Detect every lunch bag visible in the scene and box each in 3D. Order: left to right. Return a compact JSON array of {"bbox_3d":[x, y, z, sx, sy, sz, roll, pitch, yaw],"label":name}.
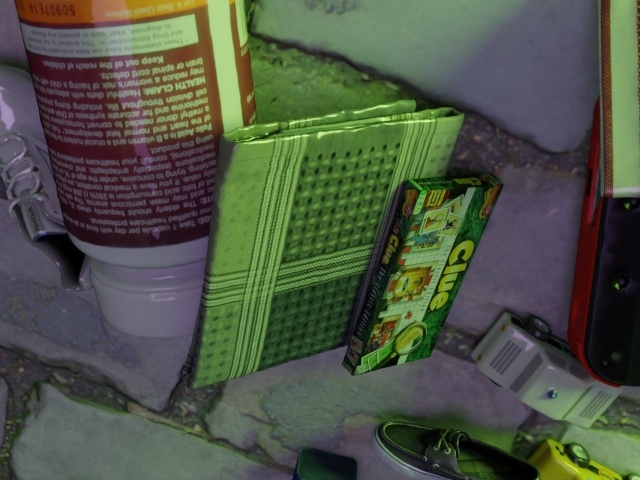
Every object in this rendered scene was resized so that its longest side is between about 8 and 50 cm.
[{"bbox_3d":[0.009,0.346,1.214,0.098,0.067,0.065,13,119,1],"label":"lunch bag"}]

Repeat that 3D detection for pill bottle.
[{"bbox_3d":[-0.178,-0.110,0.920,0.224,0.224,0.392,0,117,9],"label":"pill bottle"}]

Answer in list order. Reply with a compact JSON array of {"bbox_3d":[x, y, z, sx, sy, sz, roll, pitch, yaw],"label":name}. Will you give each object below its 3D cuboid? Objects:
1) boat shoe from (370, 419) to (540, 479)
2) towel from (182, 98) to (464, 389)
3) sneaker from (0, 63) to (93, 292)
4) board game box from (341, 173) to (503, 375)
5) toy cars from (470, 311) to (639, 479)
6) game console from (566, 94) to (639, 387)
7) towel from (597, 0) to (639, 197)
[{"bbox_3d":[0.178,0.282,1.124,0.228,0.080,0.076,23,132,15],"label":"boat shoe"},{"bbox_3d":[0.000,0.000,0.940,0.312,0.056,0.324,-11,130,-35],"label":"towel"},{"bbox_3d":[-0.322,-0.072,1.016,0.111,0.129,0.297,-23,110,23],"label":"sneaker"},{"bbox_3d":[0.118,0.043,1.015,0.030,0.136,0.260,42,128,38],"label":"board game box"},{"bbox_3d":[0.324,0.264,1.108,0.176,0.087,0.394,-16,113,16],"label":"toy cars"},{"bbox_3d":[0.464,-0.005,0.953,0.342,0.060,0.386,1,112,2],"label":"game console"},{"bbox_3d":[0.440,-0.157,0.829,0.329,0.037,0.237,-1,84,14],"label":"towel"}]
